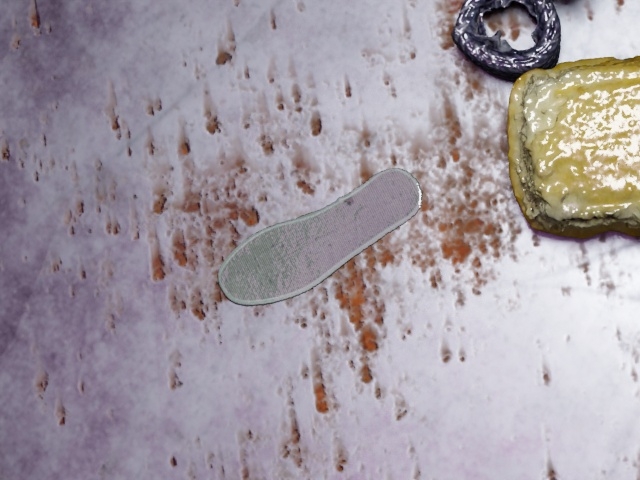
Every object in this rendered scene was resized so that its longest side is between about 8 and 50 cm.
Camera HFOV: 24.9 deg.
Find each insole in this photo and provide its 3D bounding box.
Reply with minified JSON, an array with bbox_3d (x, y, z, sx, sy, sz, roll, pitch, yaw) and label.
[{"bbox_3d":[0.000,0.000,1.466,0.232,0.003,0.080,-29,77,9],"label":"insole"}]

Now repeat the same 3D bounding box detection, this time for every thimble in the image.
[{"bbox_3d":[0.186,-0.207,1.416,0.104,0.066,0.095,18,89,13],"label":"thimble"}]

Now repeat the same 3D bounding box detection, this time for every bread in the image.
[{"bbox_3d":[0.294,-0.090,1.342,0.245,0.121,0.174,-6,84,12],"label":"bread"}]
